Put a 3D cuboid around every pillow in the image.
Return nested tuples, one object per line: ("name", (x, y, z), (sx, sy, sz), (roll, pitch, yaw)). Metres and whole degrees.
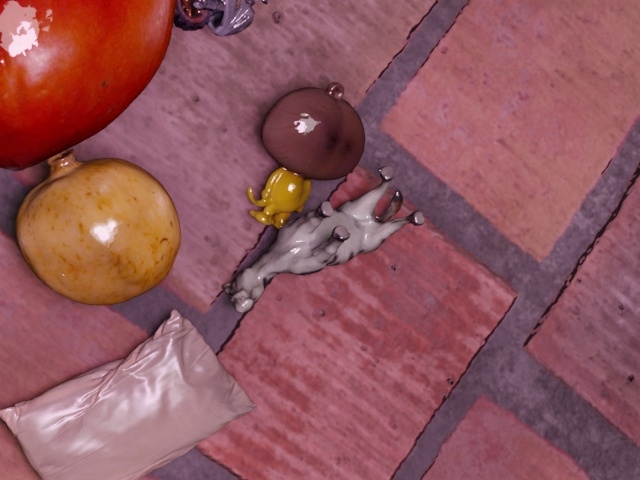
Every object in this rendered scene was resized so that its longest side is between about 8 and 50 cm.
("pillow", (-0.227, 0.202, 1.644), (0.270, 0.067, 0.173), (-31, 108, -14))

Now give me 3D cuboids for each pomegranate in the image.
("pomegranate", (-0.256, -0.019, 1.559), (0.196, 0.196, 0.196), (-1, 94, -18))

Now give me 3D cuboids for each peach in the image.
("peach", (-0.302, -0.243, 1.484), (0.281, 0.281, 0.338), (45, 82, -16))

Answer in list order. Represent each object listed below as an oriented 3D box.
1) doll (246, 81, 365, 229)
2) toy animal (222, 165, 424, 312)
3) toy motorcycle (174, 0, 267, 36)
("doll", (-0.028, -0.107, 1.672), (0.188, 0.096, 0.145), (-43, 131, -1))
("toy animal", (0.001, -0.003, 1.654), (0.255, 0.170, 0.090), (-22, 82, -15))
("toy motorcycle", (-0.110, -0.334, 1.630), (0.122, 0.080, 0.215), (33, 68, -42))
